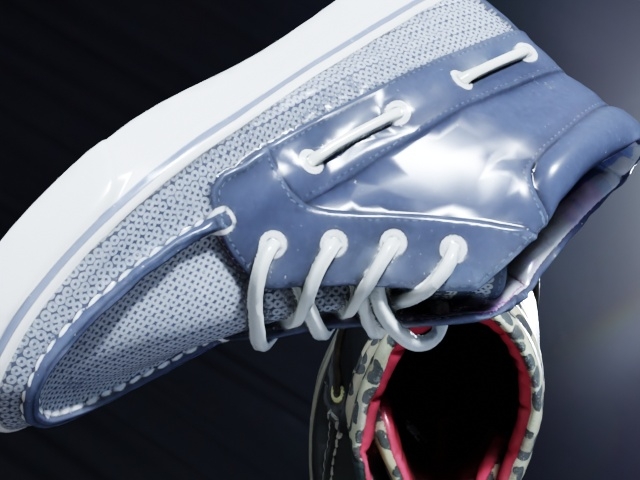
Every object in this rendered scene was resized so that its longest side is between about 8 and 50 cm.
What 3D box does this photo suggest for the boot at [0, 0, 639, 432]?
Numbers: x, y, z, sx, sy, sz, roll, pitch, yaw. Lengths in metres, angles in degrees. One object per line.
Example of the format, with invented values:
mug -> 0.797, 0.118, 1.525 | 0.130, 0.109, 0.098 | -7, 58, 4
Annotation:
boot -> 0.000, 0.000, 0.366 | 0.190, 0.086, 0.069 | -41, 157, -25

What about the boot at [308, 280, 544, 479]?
boot -> 0.037, 0.081, 0.603 | 0.178, 0.085, 0.236 | -71, 178, -65
